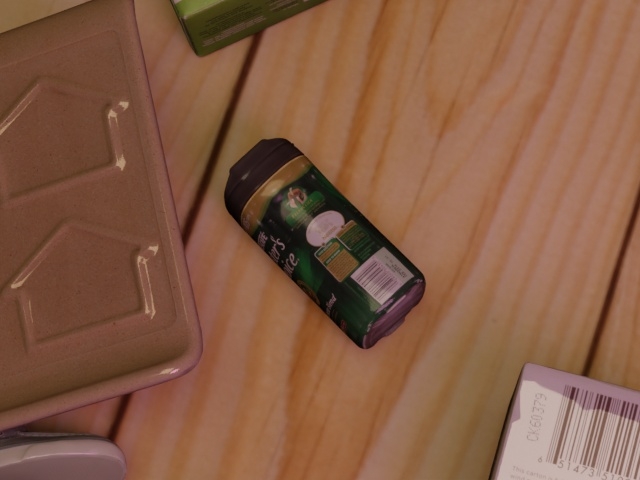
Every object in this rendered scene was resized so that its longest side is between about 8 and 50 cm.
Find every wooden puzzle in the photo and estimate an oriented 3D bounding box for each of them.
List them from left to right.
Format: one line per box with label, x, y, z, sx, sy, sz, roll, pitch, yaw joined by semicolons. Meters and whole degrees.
wooden puzzle;-0.264;-0.004;1.589;0.322;0.080;0.348;-17;68;14

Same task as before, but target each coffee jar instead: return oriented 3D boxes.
coffee jar;0.000;0.000;1.599;0.079;0.096;0.184;-42;76;-10

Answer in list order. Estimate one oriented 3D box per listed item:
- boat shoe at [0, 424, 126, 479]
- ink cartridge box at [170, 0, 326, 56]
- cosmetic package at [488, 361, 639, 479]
boat shoe;-0.273;0.178;1.579;0.227;0.079;0.081;-9;49;2
ink cartridge box;-0.079;-0.321;1.686;0.189;0.097;0.255;-24;74;-2
cosmetic package;0.205;0.198;1.491;0.151;0.183;0.151;15;77;7
